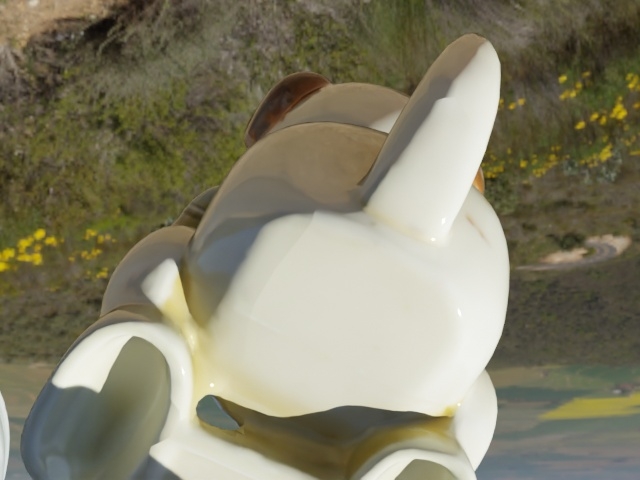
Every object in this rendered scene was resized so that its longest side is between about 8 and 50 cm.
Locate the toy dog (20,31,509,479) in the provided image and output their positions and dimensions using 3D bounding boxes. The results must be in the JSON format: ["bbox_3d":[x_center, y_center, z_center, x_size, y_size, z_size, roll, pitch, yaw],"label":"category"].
[{"bbox_3d":[0.000,0.000,0.602,0.284,0.408,0.395,16,116,2],"label":"toy dog"}]

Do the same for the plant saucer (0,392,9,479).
[{"bbox_3d":[-0.432,0.280,0.691,0.100,0.400,0.400,21,171,27],"label":"plant saucer"}]
